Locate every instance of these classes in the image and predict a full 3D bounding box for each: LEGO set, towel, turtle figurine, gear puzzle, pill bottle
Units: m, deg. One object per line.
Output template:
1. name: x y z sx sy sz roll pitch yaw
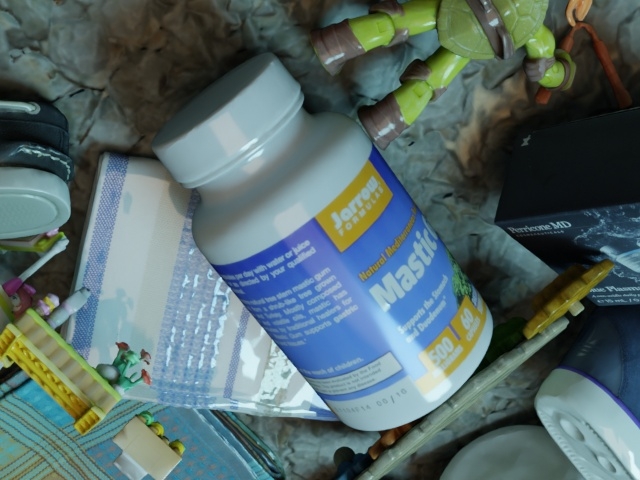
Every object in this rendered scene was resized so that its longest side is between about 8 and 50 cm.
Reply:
1. LEGO set: -0.205 0.065 0.748 0.287 0.107 0.132 22 137 23
2. towel: -0.252 0.243 0.938 0.370 0.040 0.271 -33 120 11
3. turtle figurine: 0.117 -0.156 0.727 0.217 0.087 0.269 -32 121 10
4. gear puzzle: 0.119 0.117 0.830 0.175 0.044 0.339 -23 159 -46
5. towel: -0.070 0.048 0.830 0.285 0.034 0.209 10 101 -17
6. pill bottle: 0.235 0.334 1.004 0.162 0.162 0.278 -25 123 6
7. pill bottle: 0.000 0.000 0.738 0.152 0.152 0.272 -33 111 11

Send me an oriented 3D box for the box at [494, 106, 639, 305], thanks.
1. box: 0.252 -0.023 0.774 0.158 0.093 0.156 34 154 -32

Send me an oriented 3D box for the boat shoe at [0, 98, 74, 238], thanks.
1. boat shoe: -0.336 -0.052 0.717 0.302 0.091 0.114 0 153 -11

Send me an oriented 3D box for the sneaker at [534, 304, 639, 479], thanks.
1. sneaker: 0.363 0.173 0.890 0.236 0.130 0.323 -42 97 -21
